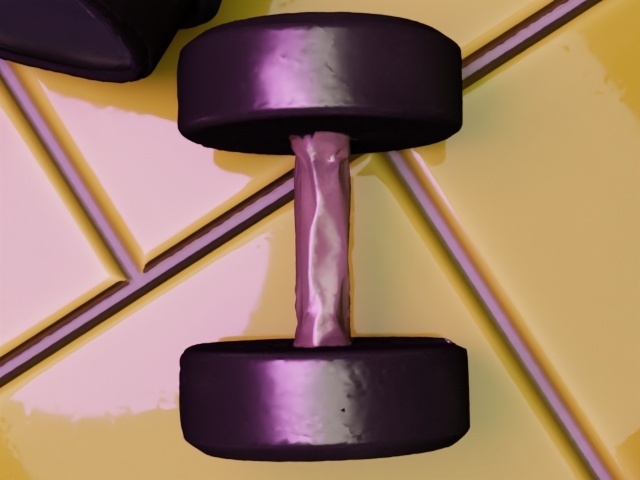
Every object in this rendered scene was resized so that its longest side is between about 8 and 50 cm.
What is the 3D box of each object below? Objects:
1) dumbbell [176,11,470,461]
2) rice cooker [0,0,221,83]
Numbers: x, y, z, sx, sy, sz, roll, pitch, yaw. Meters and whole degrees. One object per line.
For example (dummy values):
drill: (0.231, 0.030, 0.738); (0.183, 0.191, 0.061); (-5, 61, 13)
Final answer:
dumbbell: (0.000, 0.000, 0.659); (0.152, 0.152, 0.218); (-1, 87, 2)
rice cooker: (-0.154, -0.217, 0.631); (0.267, 0.267, 0.224); (15, 80, 3)
